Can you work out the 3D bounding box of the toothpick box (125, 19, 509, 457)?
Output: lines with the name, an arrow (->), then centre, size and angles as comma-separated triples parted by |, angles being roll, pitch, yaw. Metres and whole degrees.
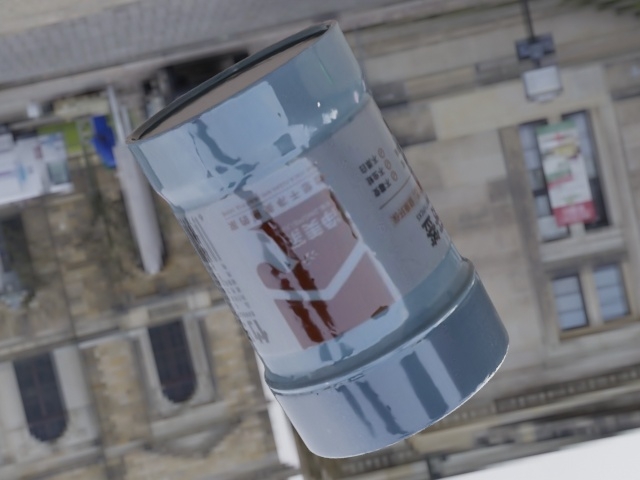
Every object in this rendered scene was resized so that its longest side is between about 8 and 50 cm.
toothpick box -> 0.000, 0.000, 0.569 | 0.101, 0.153, 0.101 | -29, -166, 8
